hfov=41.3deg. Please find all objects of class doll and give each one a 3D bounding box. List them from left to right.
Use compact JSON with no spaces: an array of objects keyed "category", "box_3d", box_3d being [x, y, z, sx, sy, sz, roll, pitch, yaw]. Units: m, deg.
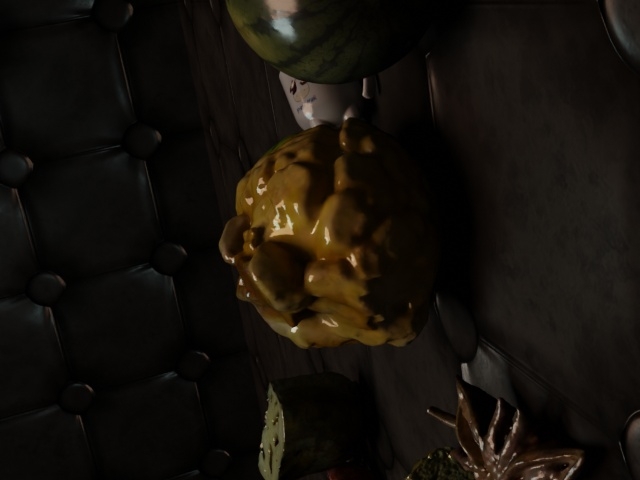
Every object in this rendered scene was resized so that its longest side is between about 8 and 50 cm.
[{"category":"doll","box_3d":[0.071,0.559,2.179,0.179,0.102,0.089,92,-163,-49]}]

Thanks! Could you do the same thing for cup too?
[{"category":"cup","box_3d":[0.029,-0.260,1.509,0.134,0.174,0.142,22,-134,-68]}]

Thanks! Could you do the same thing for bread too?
[{"category":"bread","box_3d":[0.205,0.486,1.498,0.267,0.130,0.152,90,-157,-44]}]

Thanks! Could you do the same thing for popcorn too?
[{"category":"popcorn","box_3d":[0.033,-0.010,1.330,0.354,0.344,0.390,-50,15,23]}]

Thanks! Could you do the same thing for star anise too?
[{"category":"star anise","box_3d":[0.267,0.318,1.160,0.349,0.109,0.292,143,119,-63]}]

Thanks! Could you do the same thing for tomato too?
[{"category":"tomato","box_3d":[0.098,0.603,2.052,0.173,0.099,0.189,54,179,12]}]

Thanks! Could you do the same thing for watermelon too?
[{"category":"watermelon","box_3d":[0.015,-0.346,1.121,0.359,0.279,0.278,-140,38,-64]}]

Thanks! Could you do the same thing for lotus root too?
[{"category":"lotus root","box_3d":[0.006,0.455,1.993,0.149,0.260,0.267,-126,39,-51]}]

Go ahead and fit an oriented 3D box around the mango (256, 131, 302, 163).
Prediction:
[{"category":"mango","box_3d":[-0.064,-0.149,1.828,0.143,0.175,0.293,45,160,0]}]
